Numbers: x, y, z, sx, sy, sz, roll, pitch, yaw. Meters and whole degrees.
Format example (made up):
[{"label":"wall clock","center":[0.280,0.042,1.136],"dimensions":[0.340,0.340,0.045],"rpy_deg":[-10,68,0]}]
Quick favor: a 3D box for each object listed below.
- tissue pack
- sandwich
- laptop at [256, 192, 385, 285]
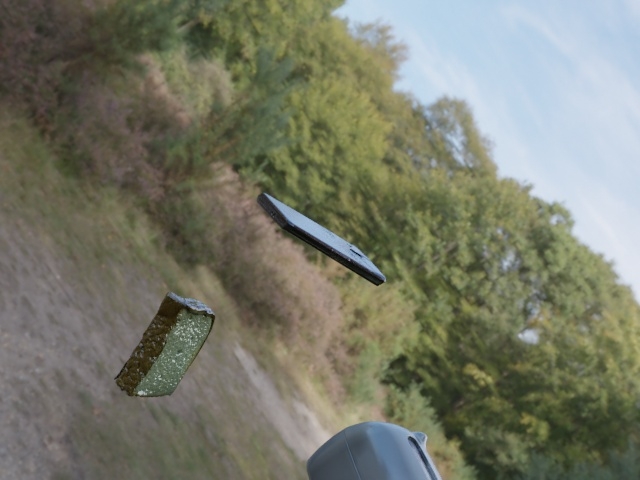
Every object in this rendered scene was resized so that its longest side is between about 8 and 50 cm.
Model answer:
[{"label":"tissue pack","center":[0.142,0.535,1.675],"dimensions":[0.229,0.236,0.333],"rpy_deg":[38,21,-54]},{"label":"sandwich","center":[-0.365,0.249,1.963],"dimensions":[0.087,0.251,0.226],"rpy_deg":[32,1,21]},{"label":"laptop","center":[0.000,0.000,1.316],"dimensions":[0.207,0.026,0.154],"rpy_deg":[30,9,-30]}]
